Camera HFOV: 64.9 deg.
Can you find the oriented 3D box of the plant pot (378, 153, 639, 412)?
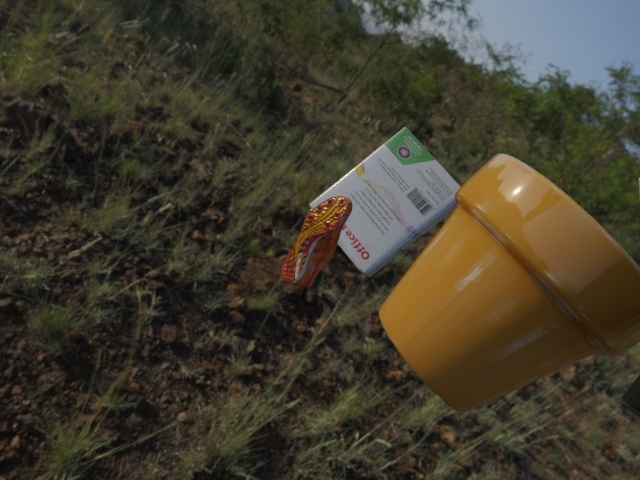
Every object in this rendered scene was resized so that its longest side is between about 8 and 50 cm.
[{"bbox_3d":[0.166,0.055,0.482,0.205,0.188,0.205,46,11,-11],"label":"plant pot"}]

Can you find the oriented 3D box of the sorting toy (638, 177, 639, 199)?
[{"bbox_3d":[0.429,-0.039,0.635,0.062,0.083,0.012,-4,0,-7],"label":"sorting toy"}]

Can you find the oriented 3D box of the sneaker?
[{"bbox_3d":[0.000,0.000,0.831,0.067,0.175,0.064,12,30,-48],"label":"sneaker"}]

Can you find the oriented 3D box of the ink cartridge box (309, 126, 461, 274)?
[{"bbox_3d":[0.147,-0.079,1.129,0.201,0.278,0.117,51,2,13],"label":"ink cartridge box"}]

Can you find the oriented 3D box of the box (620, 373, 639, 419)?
[{"bbox_3d":[0.310,0.106,0.307,0.180,0.147,0.077,40,-1,-13],"label":"box"}]
